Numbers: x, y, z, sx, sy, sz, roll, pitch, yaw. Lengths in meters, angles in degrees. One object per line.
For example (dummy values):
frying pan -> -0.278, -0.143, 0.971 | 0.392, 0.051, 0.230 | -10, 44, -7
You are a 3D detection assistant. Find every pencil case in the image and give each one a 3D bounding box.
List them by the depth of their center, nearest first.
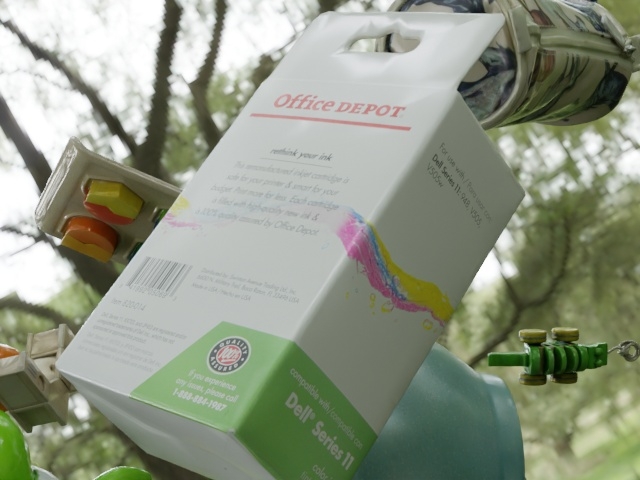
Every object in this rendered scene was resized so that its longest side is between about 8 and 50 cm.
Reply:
pencil case -> 0.211, -0.197, 1.433 | 0.183, 0.160, 0.410 | -23, -5, 28

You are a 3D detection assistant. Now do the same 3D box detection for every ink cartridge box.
ink cartridge box -> 0.000, 0.000, 0.956 | 0.207, 0.119, 0.353 | 11, 59, 46

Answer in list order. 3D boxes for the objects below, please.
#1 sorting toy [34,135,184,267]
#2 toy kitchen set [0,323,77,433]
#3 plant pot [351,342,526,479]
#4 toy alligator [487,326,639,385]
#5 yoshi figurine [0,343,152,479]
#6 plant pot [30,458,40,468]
sorting toy -> -0.193, -0.011, 1.406 | 0.193, 0.208, 0.038 | -46, 20, 57
toy kitchen set -> -0.199, 0.085, 0.999 | 0.068, 0.083, 0.075 | -14, -43, 10
plant pot -> 0.071, 0.208, 1.232 | 0.196, 0.293, 0.293 | 1, -21, -11
toy alligator -> 0.266, 0.121, 1.396 | 0.189, 0.056, 0.051 | -1, 5, -21
yoshi figurine -> -0.186, 0.247, 1.037 | 0.203, 0.362, 0.203 | -46, -39, 6
plant pot -> -0.474, 0.430, 1.823 | 0.276, 0.276, 0.254 | -43, 1, 42
